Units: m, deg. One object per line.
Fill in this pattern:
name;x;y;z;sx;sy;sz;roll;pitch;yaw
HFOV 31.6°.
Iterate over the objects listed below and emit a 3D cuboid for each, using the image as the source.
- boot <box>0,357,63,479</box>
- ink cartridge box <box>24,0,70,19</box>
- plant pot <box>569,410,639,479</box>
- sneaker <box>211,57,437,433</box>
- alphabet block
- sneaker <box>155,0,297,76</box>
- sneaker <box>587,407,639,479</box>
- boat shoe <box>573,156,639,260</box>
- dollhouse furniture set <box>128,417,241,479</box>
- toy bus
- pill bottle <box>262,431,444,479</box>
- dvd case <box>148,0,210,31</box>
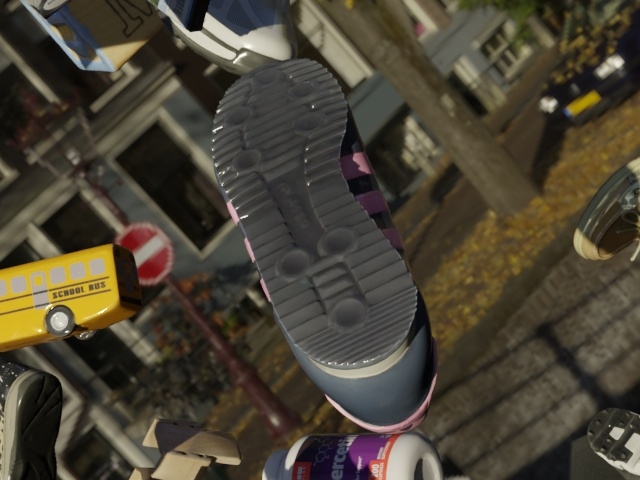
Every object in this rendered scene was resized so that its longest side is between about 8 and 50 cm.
boot;-0.374;0.213;1.226;0.085;0.179;0.236;-19;-51;-56
ink cartridge box;-0.250;-0.317;0.889;0.165;0.065;0.333;-36;-27;5
plant pot;0.449;0.332;1.546;0.188;0.167;0.187;12;-36;-42
sneaker;0.000;0.000;0.806;0.112;0.131;0.319;-19;46;4
alphabet block;-0.388;-0.435;2.011;0.197;0.193;0.192;-47;30;-16
sneaker;-0.102;-0.410;1.496;0.257;0.169;0.447;-57;38;27
sneaker;0.411;0.272;1.266;0.078;0.106;0.234;-51;43;-8
boat shoe;0.465;-0.068;1.523;0.285;0.104;0.089;-44;50;7
dollhouse furniture set;-0.166;0.458;1.542;0.303;0.198;0.286;-60;34;25
toy bus;-0.461;0.106;1.813;0.333;0.130;0.108;-13;-10;10
pill bottle;0.056;0.452;2.120;0.323;0.181;0.181;-8;27;31
dvd case;-0.200;-0.374;1.280;0.022;0.253;0.180;-19;-41;-45
